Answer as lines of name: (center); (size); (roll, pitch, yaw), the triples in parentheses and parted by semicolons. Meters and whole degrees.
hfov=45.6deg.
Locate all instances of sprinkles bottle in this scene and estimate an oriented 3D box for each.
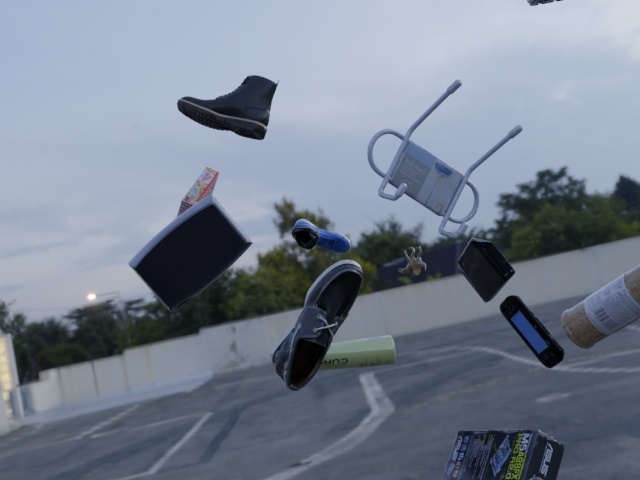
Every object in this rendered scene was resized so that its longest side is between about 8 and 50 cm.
sprinkles bottle: (0.786, 0.150, 1.957); (0.121, 0.121, 0.355); (-7, -28, -40)

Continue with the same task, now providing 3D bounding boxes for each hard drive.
hard drive: (-0.301, 0.031, 1.774); (0.254, 0.172, 0.054); (-40, 9, -6)

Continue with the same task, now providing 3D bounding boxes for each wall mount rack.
wall mount rack: (0.294, -0.185, 1.765); (0.350, 0.304, 0.130); (29, -4, -27)

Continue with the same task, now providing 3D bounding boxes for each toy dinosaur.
toy dinosaur: (0.309, 0.066, 2.449); (0.053, 0.093, 0.183); (-7, -6, -21)

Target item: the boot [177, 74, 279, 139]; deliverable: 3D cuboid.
boot: (-0.196, -0.308, 1.641); (0.198, 0.137, 0.077); (18, -13, -5)

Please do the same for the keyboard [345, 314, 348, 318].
keyboard: (0.016, 0.218, 2.216); (0.023, 0.108, 0.180); (-45, 1, 35)

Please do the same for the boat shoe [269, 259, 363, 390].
boat shoe: (0.003, 0.137, 1.225); (0.084, 0.233, 0.079); (24, 18, -27)

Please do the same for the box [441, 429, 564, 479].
box: (0.258, 0.434, 1.200); (0.060, 0.270, 0.216); (31, -25, -16)

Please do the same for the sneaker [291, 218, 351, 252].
sneaker: (0.000, 0.001, 1.895); (0.152, 0.058, 0.084); (26, 24, 1)

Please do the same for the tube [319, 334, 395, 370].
tube: (0.033, 0.240, 1.571); (0.240, 0.070, 0.062); (-5, 18, -7)

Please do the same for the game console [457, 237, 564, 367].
game console: (0.477, 0.157, 1.899); (0.044, 0.361, 0.213); (-33, -17, -12)

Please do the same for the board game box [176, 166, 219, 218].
board game box: (-0.366, -0.106, 2.227); (0.045, 0.193, 0.147); (24, -51, -1)

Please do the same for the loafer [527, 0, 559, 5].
loafer: (0.384, -0.463, 1.246); (0.112, 0.111, 0.319); (-10, 7, 5)
